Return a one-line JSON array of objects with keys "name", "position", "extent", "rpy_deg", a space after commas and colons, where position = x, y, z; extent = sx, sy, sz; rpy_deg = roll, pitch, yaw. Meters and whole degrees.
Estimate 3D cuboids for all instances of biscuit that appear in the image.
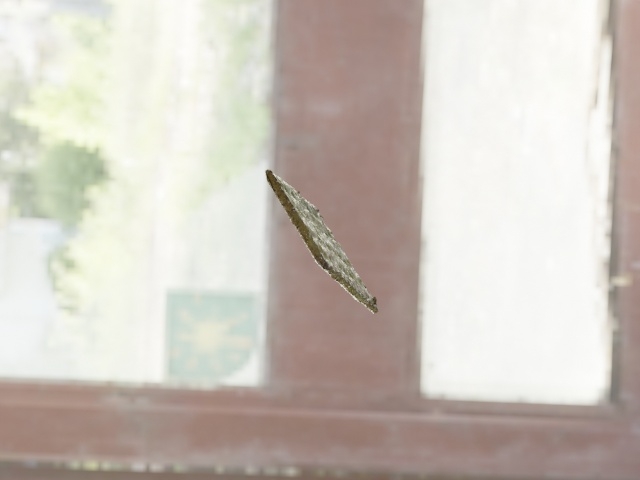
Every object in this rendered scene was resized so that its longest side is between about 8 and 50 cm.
[{"name": "biscuit", "position": [0.001, -0.001, 2.073], "extent": [0.144, 0.016, 0.203], "rpy_deg": [58, -173, 20]}]
